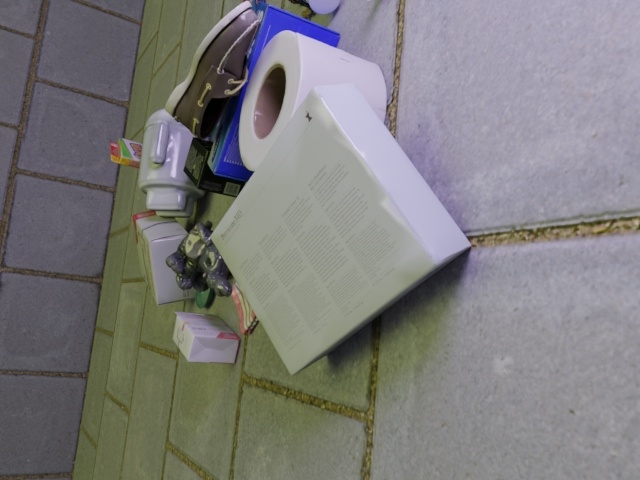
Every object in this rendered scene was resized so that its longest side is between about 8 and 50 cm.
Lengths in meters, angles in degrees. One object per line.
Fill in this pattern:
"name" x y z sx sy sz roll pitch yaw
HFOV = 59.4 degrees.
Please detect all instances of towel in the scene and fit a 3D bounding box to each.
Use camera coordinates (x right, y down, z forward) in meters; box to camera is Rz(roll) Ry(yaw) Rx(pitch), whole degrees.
"towel" -0.148 0.095 1.256 0.197 0.029 0.144 -60 35 30

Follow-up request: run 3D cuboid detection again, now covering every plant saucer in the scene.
"plant saucer" -0.314 0.128 1.538 0.119 0.021 0.119 -25 61 55

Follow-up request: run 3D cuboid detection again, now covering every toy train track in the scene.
"toy train track" -0.021 -0.521 1.249 0.048 0.014 0.083 37 106 59

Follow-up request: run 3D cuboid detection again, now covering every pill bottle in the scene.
"pill bottle" -0.004 -0.532 1.157 0.078 0.078 0.137 -51 40 40

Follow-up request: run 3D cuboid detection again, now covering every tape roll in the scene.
"tape roll" -0.021 -0.223 0.995 0.246 0.169 0.246 -27 57 54

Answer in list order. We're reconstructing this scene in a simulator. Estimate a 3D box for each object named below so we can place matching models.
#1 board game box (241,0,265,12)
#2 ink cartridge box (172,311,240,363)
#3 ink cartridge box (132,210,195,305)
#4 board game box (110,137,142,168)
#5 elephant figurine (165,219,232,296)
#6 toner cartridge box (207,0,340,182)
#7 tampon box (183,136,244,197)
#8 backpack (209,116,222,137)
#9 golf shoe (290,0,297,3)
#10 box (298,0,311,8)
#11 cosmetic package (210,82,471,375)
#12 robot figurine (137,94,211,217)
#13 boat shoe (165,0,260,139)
"board game box" -0.190 -0.572 1.545 0.145 0.027 0.281 -43 46 48
"ink cartridge box" -0.286 0.232 1.363 0.198 0.115 0.067 23 101 61
"ink cartridge box" -0.474 0.043 1.692 0.283 0.117 0.207 33 129 58
"board game box" -0.549 -0.264 1.831 0.039 0.259 0.124 -61 34 28
"elephant figurine" -0.251 0.037 1.346 0.239 0.169 0.186 -21 96 53
"toner cartridge box" -0.102 -0.289 1.162 0.348 0.165 0.075 -67 31 19
"tampon box" -0.275 -0.193 1.473 0.161 0.120 0.101 43 117 56
"backpack" -0.185 -0.343 1.317 0.253 0.191 0.225 -55 36 27
"golf shoe" -0.026 -0.613 1.251 0.086 0.067 0.186 -50 -3 -37
"box" -0.051 -0.530 1.220 0.018 0.067 0.083 -61 30 16
"cosmetic package" 0.000 0.000 0.851 0.284 0.097 0.377 56 135 12
"robot figurine" -0.436 -0.249 1.691 0.300 0.200 0.353 77 -164 -77
"boat shoe" -0.190 -0.307 1.055 0.324 0.097 0.116 -36 8 47
